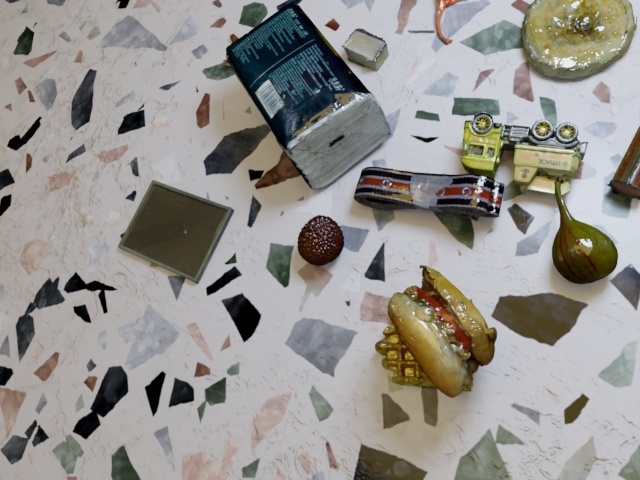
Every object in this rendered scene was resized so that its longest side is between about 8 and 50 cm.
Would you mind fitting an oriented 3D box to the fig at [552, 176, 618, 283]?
[{"bbox_3d":[0.538,-0.025,1.150,0.124,0.124,0.236,-17,81,15],"label":"fig"}]

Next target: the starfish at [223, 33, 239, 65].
[{"bbox_3d":[-0.199,-0.609,1.707,0.227,0.043,0.240,-45,65,2],"label":"starfish"}]

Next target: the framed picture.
[{"bbox_3d":[-0.431,-0.034,1.603,0.324,0.020,0.240,19,79,26],"label":"framed picture"}]

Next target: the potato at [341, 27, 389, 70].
[{"bbox_3d":[0.130,-0.538,1.543,0.122,0.061,0.086,34,86,25],"label":"potato"}]

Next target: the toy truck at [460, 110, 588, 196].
[{"bbox_3d":[0.461,-0.193,1.262,0.272,0.124,0.157,12,87,21],"label":"toy truck"}]

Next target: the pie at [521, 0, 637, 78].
[{"bbox_3d":[0.629,-0.524,1.348,0.274,0.055,0.274,-7,70,19],"label":"pie"}]

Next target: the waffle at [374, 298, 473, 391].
[{"bbox_3d":[0.234,0.219,1.236,0.219,0.057,0.229,-2,69,20],"label":"waffle"}]

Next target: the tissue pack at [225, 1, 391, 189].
[{"bbox_3d":[-0.042,-0.388,1.446,0.264,0.253,0.416,-35,63,5],"label":"tissue pack"}]

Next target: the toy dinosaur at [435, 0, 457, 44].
[{"bbox_3d":[0.357,-0.677,1.511,0.101,0.055,0.279,-15,68,26],"label":"toy dinosaur"}]

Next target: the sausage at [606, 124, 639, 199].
[{"bbox_3d":[0.749,-0.263,1.201,0.082,0.082,0.371,27,82,27],"label":"sausage"}]

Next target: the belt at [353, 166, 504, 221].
[{"bbox_3d":[0.250,-0.117,1.312,0.360,0.126,0.094,8,82,27],"label":"belt"}]

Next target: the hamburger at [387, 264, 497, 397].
[{"bbox_3d":[0.239,0.178,1.092,0.163,0.244,0.244,-42,62,4],"label":"hamburger"}]

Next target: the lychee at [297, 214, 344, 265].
[{"bbox_3d":[0.000,-0.003,1.372,0.123,0.123,0.129,6,110,23],"label":"lychee"}]
